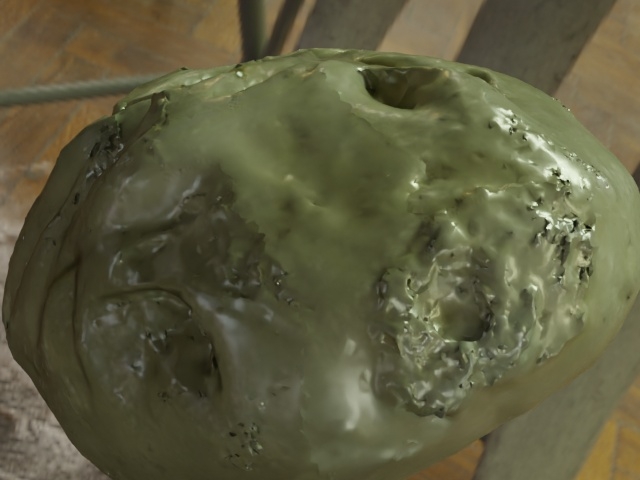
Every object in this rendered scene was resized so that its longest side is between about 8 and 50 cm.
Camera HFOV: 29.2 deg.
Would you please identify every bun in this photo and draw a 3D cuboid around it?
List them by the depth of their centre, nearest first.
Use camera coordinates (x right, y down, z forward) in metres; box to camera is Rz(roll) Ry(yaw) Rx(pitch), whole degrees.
[{"bbox_3d":[0.000,0.000,0.704,0.326,0.362,0.235,-33,108,-55],"label":"bun"}]
